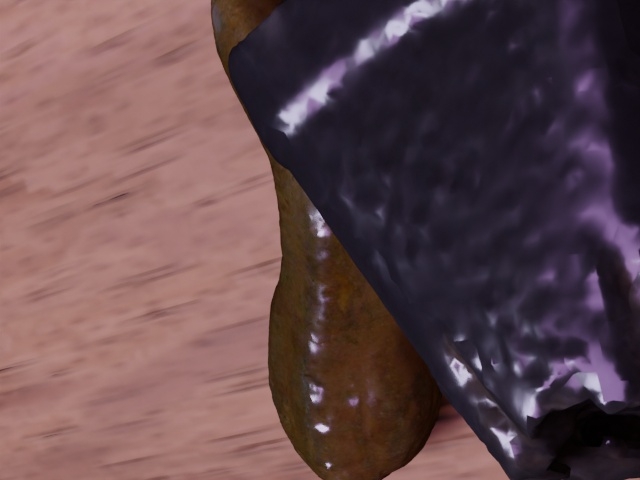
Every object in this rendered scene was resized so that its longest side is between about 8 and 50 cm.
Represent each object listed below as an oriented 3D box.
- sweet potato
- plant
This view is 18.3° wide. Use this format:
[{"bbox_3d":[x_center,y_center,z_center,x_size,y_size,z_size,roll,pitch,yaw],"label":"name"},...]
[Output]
[{"bbox_3d":[0.004,-0.001,0.788,0.081,0.062,0.233,9,119,41],"label":"sweet potato"},{"bbox_3d":[0.069,-0.056,0.605,0.164,0.142,0.256,-29,71,39],"label":"plant"}]
